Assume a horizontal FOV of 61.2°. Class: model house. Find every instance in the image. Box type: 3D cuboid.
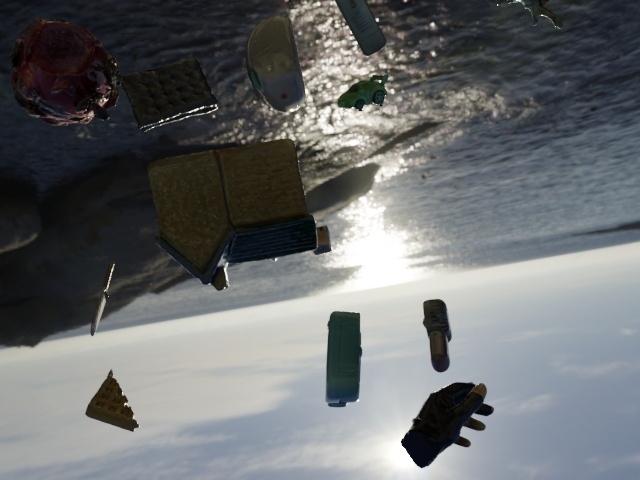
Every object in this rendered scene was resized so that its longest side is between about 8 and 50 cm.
[{"bbox_3d":[-0.218,-0.056,1.434,0.382,0.343,0.334,-13,179,-5],"label":"model house"}]

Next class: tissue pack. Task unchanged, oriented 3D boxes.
[{"bbox_3d":[0.000,0.000,1.982,0.074,0.094,0.059,-13,139,6],"label":"tissue pack"}]

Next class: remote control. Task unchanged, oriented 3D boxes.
[{"bbox_3d":[0.147,-0.784,1.943,0.098,0.233,0.038,-31,-156,6],"label":"remote control"}]

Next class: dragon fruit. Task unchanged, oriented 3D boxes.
[{"bbox_3d":[-0.654,-0.416,1.406,0.269,0.250,0.291,13,158,-15],"label":"dragon fruit"}]

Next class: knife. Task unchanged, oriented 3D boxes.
[{"bbox_3d":[-0.567,0.149,1.421,0.022,0.256,0.046,9,126,-15],"label":"knife"}]

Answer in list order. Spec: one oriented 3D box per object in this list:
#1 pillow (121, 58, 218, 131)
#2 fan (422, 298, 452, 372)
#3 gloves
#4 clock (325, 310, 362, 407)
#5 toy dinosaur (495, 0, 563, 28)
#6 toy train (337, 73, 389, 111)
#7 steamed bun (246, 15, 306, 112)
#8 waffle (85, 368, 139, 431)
[{"bbox_3d":[-0.583,-0.566,2.080,0.326,0.228,0.101,-24,173,-19],"label":"pillow"},{"bbox_3d":[0.314,0.256,1.463,0.074,0.130,0.244,-10,-153,15],"label":"fan"},{"bbox_3d":[0.346,0.462,1.422,0.301,0.152,0.197,-8,142,-32],"label":"gloves"},{"bbox_3d":[0.062,0.324,1.432,0.094,0.224,0.274,2,153,4],"label":"clock"},{"bbox_3d":[0.376,-0.457,0.993,0.106,0.187,0.044,-7,147,-8],"label":"toy dinosaur"},{"bbox_3d":[0.119,-0.410,1.513,0.149,0.081,0.099,-21,-155,-26],"label":"toy train"},{"bbox_3d":[-0.111,-0.415,1.297,0.130,0.228,0.177,-10,171,0],"label":"steamed bun"},{"bbox_3d":[-0.450,0.359,1.235,0.125,0.032,0.191,20,-170,-7],"label":"waffle"}]
